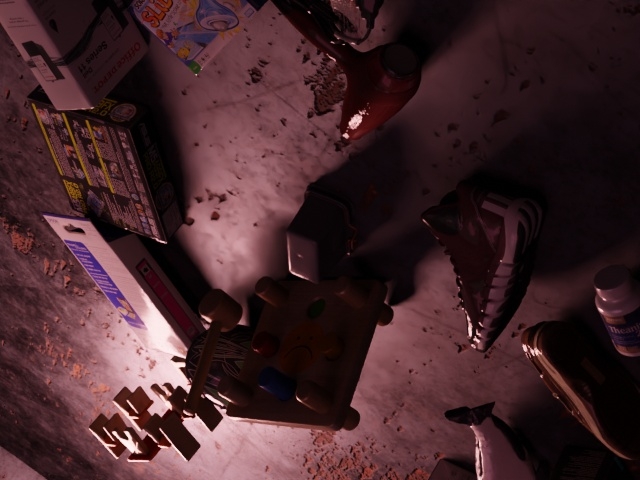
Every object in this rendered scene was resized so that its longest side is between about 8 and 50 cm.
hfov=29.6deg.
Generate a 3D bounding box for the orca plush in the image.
[{"bbox_3d":[0.285,0.379,2.061,0.287,0.151,0.102,51,176,-26],"label":"orca plush"}]

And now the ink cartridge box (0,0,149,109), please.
[{"bbox_3d":[-0.358,-0.311,1.732,0.087,0.153,0.208,5,137,37],"label":"ink cartridge box"}]

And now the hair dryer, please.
[{"bbox_3d":[0.036,-0.249,1.549,0.224,0.080,0.293,28,144,41],"label":"hair dryer"}]

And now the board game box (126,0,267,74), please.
[{"bbox_3d":[-0.170,-0.322,1.652,0.136,0.035,0.201,42,147,-10],"label":"board game box"}]

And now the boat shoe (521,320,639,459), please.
[{"bbox_3d":[0.389,0.215,1.781,0.257,0.095,0.095,53,158,-14],"label":"boat shoe"}]

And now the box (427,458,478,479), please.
[{"bbox_3d":[0.276,0.550,2.291,0.169,0.087,0.290,23,145,20],"label":"box"}]

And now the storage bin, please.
[{"bbox_3d":[0.000,0.000,1.851,0.098,0.091,0.135,23,146,19],"label":"storage bin"}]

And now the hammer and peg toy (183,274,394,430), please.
[{"bbox_3d":[-0.064,0.188,1.992,0.361,0.266,0.127,-4,148,44],"label":"hammer and peg toy"}]

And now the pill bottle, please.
[{"bbox_3d":[0.406,0.092,1.615,0.067,0.067,0.120,1,134,42],"label":"pill bottle"}]

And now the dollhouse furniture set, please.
[{"bbox_3d":[-0.279,0.334,2.370,0.262,0.259,0.135,-10,123,49],"label":"dollhouse furniture set"}]

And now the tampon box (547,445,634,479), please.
[{"bbox_3d":[0.424,0.431,1.938,0.101,0.161,0.120,-2,131,44],"label":"tampon box"}]

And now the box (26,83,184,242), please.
[{"bbox_3d":[-0.358,-0.133,2.041,0.216,0.060,0.270,18,143,26],"label":"box"}]

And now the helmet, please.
[{"bbox_3d":[-0.158,0.231,2.222,0.169,0.169,0.161,13,155,32],"label":"helmet"}]

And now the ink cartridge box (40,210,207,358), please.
[{"bbox_3d":[-0.361,0.072,2.280,0.176,0.069,0.371,7,140,48],"label":"ink cartridge box"}]

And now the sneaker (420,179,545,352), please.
[{"bbox_3d":[0.209,0.022,1.696,0.163,0.106,0.281,29,136,21],"label":"sneaker"}]
